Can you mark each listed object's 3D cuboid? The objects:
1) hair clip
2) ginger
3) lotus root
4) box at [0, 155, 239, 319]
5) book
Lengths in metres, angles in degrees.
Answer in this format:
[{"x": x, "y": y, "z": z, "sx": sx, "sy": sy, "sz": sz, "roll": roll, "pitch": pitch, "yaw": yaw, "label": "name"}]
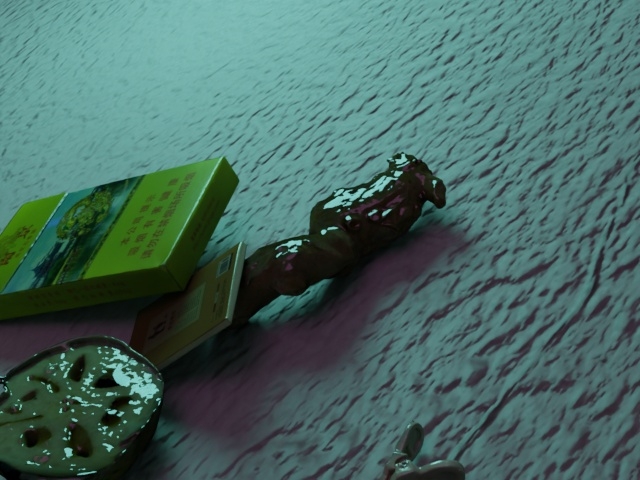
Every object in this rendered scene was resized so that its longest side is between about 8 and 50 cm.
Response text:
[{"x": 0.028, "y": 0.244, "z": 0.872, "sx": 0.226, "sy": 0.034, "sz": 0.072, "roll": -41, "pitch": 42, "yaw": -21, "label": "hair clip"}, {"x": 0.002, "y": -0.002, "z": 1.133, "sx": 0.290, "sy": 0.084, "sz": 0.122, "roll": -34, "pitch": 46, "yaw": -13, "label": "ginger"}, {"x": -0.241, "y": 0.186, "z": 1.043, "sx": 0.183, "sy": 0.077, "sz": 0.204, "roll": -33, "pitch": 41, "yaw": -28, "label": "lotus root"}, {"x": -0.268, "y": 0.003, "z": 1.255, "sx": 0.335, "sy": 0.047, "sz": 0.187, "roll": -10, "pitch": 39, "yaw": 31, "label": "box"}, {"x": -0.145, "y": 0.081, "z": 1.109, "sx": 0.172, "sy": 0.012, "sz": 0.118, "roll": -33, "pitch": 30, "yaw": 30, "label": "book"}]
